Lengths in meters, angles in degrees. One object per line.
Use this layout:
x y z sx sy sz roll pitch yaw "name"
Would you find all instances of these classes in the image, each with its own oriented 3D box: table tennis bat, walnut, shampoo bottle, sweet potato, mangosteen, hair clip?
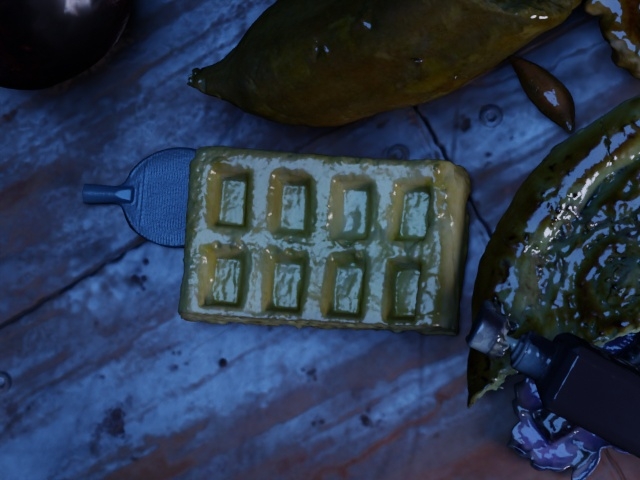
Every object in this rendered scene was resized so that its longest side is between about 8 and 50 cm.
-0.160 -0.043 1.532 0.155 0.019 0.100 1 81 12 "table tennis bat"
0.308 -0.229 1.430 0.143 0.069 0.170 -13 79 9 "walnut"
0.264 0.143 1.309 0.309 0.098 0.071 27 100 -2 "shampoo bottle"
0.054 -0.186 1.441 0.369 0.158 0.158 -22 75 25 "sweet potato"
-0.274 -0.272 1.516 0.228 0.228 0.265 23 45 16 "mangosteen"
0.210 -0.140 1.455 0.034 0.034 0.095 -38 75 4 "sweet potato"
0.251 0.135 1.389 0.195 0.052 0.124 -41 68 9 "hair clip"

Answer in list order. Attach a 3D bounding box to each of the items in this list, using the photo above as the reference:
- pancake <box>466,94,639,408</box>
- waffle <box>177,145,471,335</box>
0.248 0.001 1.388 0.197 0.054 0.377 32 90 29 "pancake"
0.000 0.000 1.459 0.274 0.057 0.168 4 82 11 "waffle"
